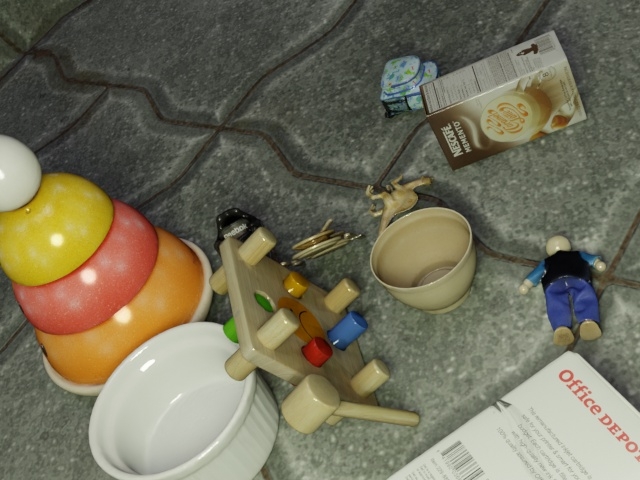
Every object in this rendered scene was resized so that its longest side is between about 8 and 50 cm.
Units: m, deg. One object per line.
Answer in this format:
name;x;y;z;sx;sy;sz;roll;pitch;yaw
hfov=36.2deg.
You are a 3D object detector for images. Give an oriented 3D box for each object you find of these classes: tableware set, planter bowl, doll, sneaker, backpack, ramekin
tableware set;0.000;0.000;1.615;0.128;0.194;0.039;-24;85;9
planter bowl;0.171;0.044;1.502;0.162;0.109;0.162;-18;42;17
doll;0.351;0.063;1.416;0.129;0.046;0.189;-15;43;18
sneaker;-0.118;0.040;1.673;0.097;0.135;0.276;-29;41;1
backpack;0.174;-0.299;1.870;0.114;0.084;0.105;-5;49;25
ramekin;-0.197;0.272;1.485;0.277;0.135;0.277;-18;42;17

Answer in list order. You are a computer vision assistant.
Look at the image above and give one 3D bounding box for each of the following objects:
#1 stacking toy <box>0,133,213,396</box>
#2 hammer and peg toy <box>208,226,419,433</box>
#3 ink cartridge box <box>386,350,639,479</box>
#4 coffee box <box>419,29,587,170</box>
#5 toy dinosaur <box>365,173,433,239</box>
stacking toy;-0.429;0.001;1.641;0.350;0.480;0.351;-18;41;16
hammer and peg toy;-0.019;0.164;1.408;0.127;0.266;0.361;-45;36;20
ink cartridge box;0.260;0.302;1.171;0.289;0.121;0.211;-34;40;-3
coffee box;0.311;-0.236;1.676;0.246;0.141;0.098;-22;41;14
toy dinosaur;0.121;-0.063;1.687;0.092;0.053;0.183;18;60;41
